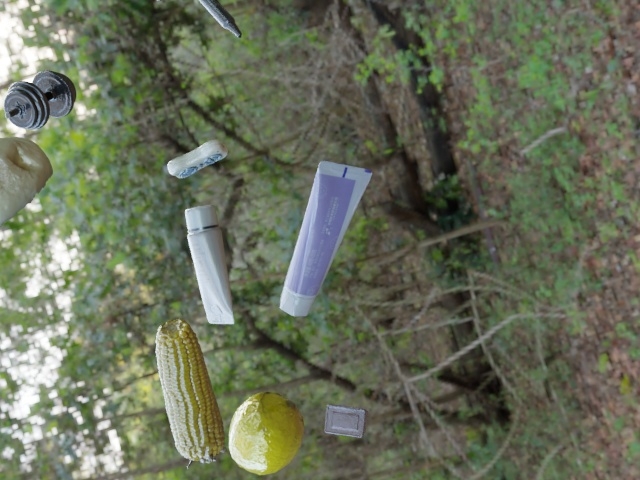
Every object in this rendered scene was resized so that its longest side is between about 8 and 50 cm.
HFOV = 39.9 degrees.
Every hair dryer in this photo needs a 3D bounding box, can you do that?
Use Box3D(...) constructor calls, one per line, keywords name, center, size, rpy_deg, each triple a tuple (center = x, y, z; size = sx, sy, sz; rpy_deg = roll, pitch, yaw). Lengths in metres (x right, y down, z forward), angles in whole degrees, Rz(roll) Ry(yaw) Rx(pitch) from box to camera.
Box3D(name="hair dryer", center=(-0.246, -0.498, 1.888), size=(0.195, 0.173, 0.050), rpy_deg=(61, 154, 28))

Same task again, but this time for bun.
Box3D(name="bun", center=(-0.932, -0.155, 2.463), size=(0.211, 0.359, 0.360), rpy_deg=(48, -174, -20))

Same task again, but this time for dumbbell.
Box3D(name="dumbbell", center=(-0.553, -0.278, 1.745), size=(0.208, 0.099, 0.099), rpy_deg=(-51, -49, -57))

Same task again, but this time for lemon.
Box3D(name="lemon", center=(-0.127, 0.448, 2.052), size=(0.193, 0.180, 0.181), rpy_deg=(120, 138, -54))

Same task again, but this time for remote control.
Box3D(name="remote control", center=(-0.248, -0.164, 1.788), size=(0.032, 0.122, 0.074), rpy_deg=(65, -170, 11))

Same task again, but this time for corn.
Box3D(name="corn", center=(-0.262, 0.300, 1.736), size=(0.106, 0.106, 0.305), rpy_deg=(-114, 12, -68))

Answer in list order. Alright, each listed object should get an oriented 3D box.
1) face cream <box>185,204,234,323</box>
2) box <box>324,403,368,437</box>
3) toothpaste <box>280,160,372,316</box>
Box3D(name="face cream", center=(-0.290, 0.065, 2.306), size=(0.143, 0.089, 0.315), rpy_deg=(-6, 93, 54))
Box3D(name="box", center=(0.058, 0.375, 1.837), size=(0.063, 0.084, 0.060), rpy_deg=(38, -122, -72))
Box3D(name="toothpaste", center=(0.000, 0.000, 1.941), size=(0.080, 0.125, 0.371), rpy_deg=(-116, 41, -53))
